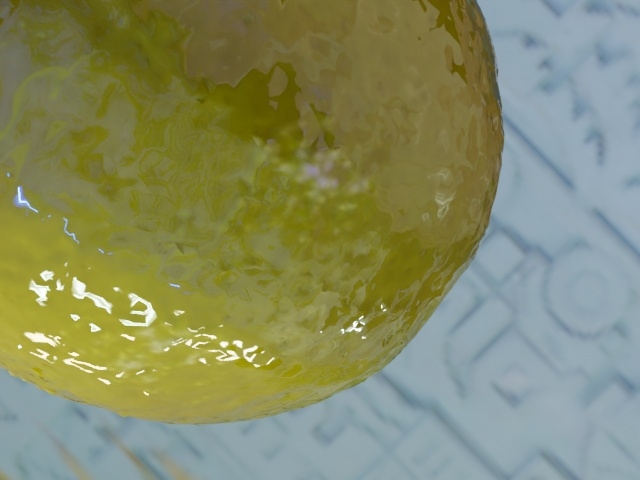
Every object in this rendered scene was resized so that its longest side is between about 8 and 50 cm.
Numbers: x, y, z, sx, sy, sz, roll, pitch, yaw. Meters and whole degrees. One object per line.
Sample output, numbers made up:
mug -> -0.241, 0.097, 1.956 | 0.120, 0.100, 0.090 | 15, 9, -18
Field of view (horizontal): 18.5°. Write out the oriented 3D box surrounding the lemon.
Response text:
lemon -> -0.103, -0.078, 1.035 | 0.364, 0.364, 0.364 | 45, -174, -6
